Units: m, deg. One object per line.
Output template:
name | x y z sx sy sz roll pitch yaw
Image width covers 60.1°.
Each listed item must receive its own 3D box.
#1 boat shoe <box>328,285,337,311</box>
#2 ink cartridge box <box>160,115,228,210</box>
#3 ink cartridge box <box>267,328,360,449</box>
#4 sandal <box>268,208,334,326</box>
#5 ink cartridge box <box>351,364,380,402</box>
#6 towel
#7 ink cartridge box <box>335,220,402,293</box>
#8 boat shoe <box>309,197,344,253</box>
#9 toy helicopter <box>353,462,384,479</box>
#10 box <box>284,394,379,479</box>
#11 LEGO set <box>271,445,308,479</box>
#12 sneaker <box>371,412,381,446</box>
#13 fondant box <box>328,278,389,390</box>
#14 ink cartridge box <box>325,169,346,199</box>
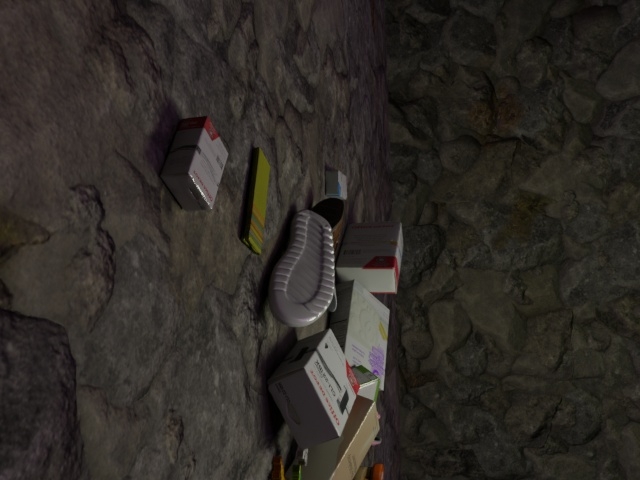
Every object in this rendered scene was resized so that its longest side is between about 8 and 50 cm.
boat shoe | 0.041 0.196 1.914 0.035 0.035 0.100 18 64 -71
ink cartridge box | -0.216 -0.132 0.961 0.099 0.056 0.135 68 25 -51
ink cartridge box | -0.009 0.378 1.445 0.197 0.114 0.273 63 19 -4
sandal | -0.046 0.083 1.460 0.102 0.169 0.416 -52 -166 39
ink cartridge box | 0.054 0.521 1.737 0.255 0.097 0.189 -8 116 -38
towel | -0.147 -0.091 1.286 0.102 0.021 0.237 68 24 -65
ink cartridge box | 0.196 0.062 2.132 0.306 0.226 0.131 -68 153 -54
boat shoe | 0.000 0.000 1.674 0.104 0.110 0.307 78 28 -45
toy helicopter | 0.152 1.013 2.054 0.235 0.140 0.355 -52 141 -64
box | 0.039 0.584 1.531 0.311 0.121 0.148 -50 141 -40
LEGO set | -0.079 0.605 1.345 0.227 0.087 0.093 -84 167 -48
sneaker | 0.161 0.633 2.116 0.112 0.131 0.319 -24 107 -74
fondant box | 0.136 0.341 1.969 0.238 0.096 0.330 42 44 -34
ink cartridge box | 0.056 -0.196 1.972 0.122 0.052 0.089 13 76 -73
